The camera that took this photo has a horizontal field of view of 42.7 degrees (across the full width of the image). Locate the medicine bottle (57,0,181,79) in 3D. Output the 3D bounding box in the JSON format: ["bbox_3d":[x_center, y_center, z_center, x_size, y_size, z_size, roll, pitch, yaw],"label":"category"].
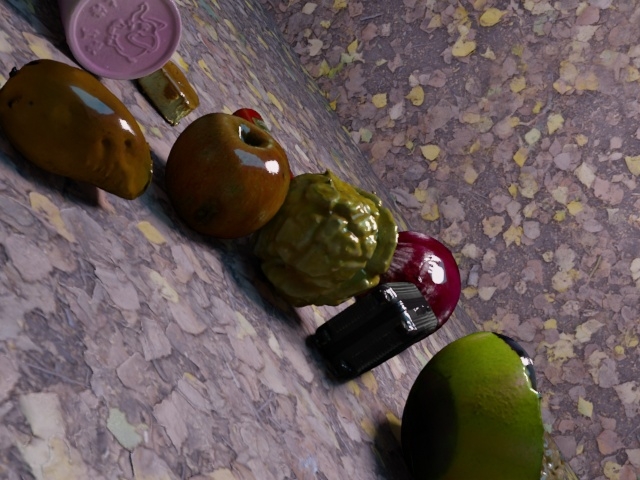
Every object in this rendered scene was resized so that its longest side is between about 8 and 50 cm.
[{"bbox_3d":[-0.391,-0.477,1.535,0.212,0.212,0.325,40,19,-46],"label":"medicine bottle"}]

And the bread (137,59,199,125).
[{"bbox_3d":[-0.315,-0.314,1.700,0.140,0.069,0.128,51,13,-18],"label":"bread"}]

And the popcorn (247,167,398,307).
[{"bbox_3d":[0.002,-0.010,1.606,0.282,0.247,0.282,23,30,-15],"label":"popcorn"}]

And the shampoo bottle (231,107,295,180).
[{"bbox_3d":[-0.124,-0.187,2.014,0.314,0.076,0.118,61,12,26],"label":"shampoo bottle"}]

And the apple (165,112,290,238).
[{"bbox_3d":[-0.170,-0.107,1.466,0.236,0.207,0.237,30,21,-13],"label":"apple"}]

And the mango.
[{"bbox_3d":[-0.328,-0.144,1.131,0.249,0.151,0.156,49,44,-44],"label":"mango"}]

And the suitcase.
[{"bbox_3d":[0.119,0.179,1.682,0.128,0.202,0.312,57,15,12],"label":"suitcase"}]

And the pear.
[{"bbox_3d":[0.267,0.368,1.594,0.165,0.399,0.399,4,35,-16],"label":"pear"}]

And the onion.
[{"bbox_3d":[0.236,0.101,2.173,0.282,0.260,0.337,46,15,-10],"label":"onion"}]

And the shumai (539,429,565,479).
[{"bbox_3d":[0.418,0.480,1.871,0.346,0.217,0.283,59,7,14],"label":"shumai"}]
